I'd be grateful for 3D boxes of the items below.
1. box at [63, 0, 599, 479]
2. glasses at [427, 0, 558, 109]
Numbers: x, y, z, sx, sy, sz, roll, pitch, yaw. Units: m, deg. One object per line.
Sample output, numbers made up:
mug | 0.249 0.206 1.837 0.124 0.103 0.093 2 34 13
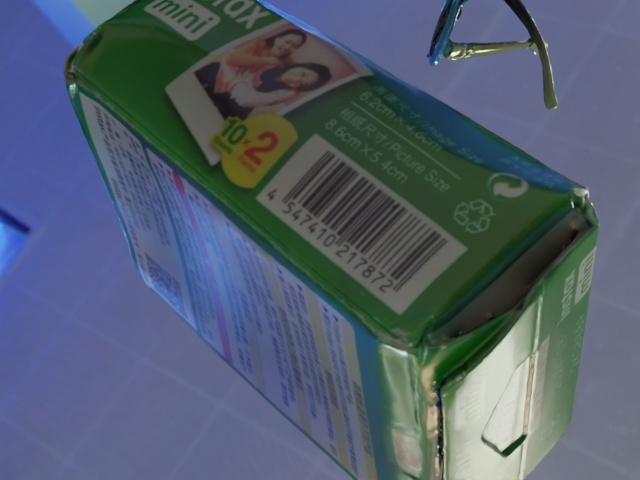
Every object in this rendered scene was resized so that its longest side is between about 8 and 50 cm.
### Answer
box | 0.000 0.000 0.527 0.103 0.180 0.250 -37 -125 -22
glasses | 0.210 -0.250 1.423 0.102 0.207 0.239 -23 -154 33
